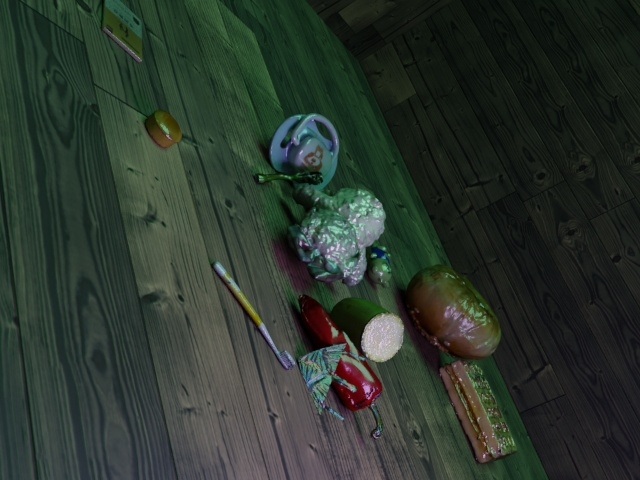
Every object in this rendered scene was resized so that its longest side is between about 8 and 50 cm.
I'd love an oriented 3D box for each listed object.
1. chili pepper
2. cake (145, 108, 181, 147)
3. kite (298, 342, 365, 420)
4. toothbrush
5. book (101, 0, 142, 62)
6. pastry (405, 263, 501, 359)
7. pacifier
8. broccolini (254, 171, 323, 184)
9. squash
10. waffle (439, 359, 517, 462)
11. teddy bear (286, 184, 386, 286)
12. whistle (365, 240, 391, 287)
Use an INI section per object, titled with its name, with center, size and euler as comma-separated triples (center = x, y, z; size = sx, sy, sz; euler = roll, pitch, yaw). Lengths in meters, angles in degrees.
[chili pepper]
center = 0.053, 0.296, 1.627
size = 0.387, 0.110, 0.110
euler = 57, 18, 1
[cake]
center = -0.341, -0.245, 1.470
size = 0.084, 0.044, 0.084
euler = 48, 22, -28
[kite]
center = 0.016, 0.307, 1.540
size = 0.160, 0.010, 0.182
euler = 30, 59, -11
[toothbrush]
center = -0.139, 0.160, 1.430
size = 0.288, 0.024, 0.021
euler = 56, 21, -13
[book]
center = -0.464, -0.506, 1.580
size = 0.118, 0.012, 0.172
euler = 40, 27, -45
[pastry]
center = 0.486, 0.277, 2.515
size = 0.410, 0.245, 0.409
euler = 41, 16, -15
[pacifier]
center = -0.067, -0.284, 2.102
size = 0.207, 0.227, 0.279
euler = 22, -16, 46
[broccolini]
center = -0.087, -0.171, 1.934
size = 0.254, 0.071, 0.057
euler = -12, 67, -46
[squash]
center = 0.100, 0.218, 1.744
size = 0.132, 0.132, 0.247
euler = 53, -15, -23
[waffle]
center = 0.583, 0.631, 2.504
size = 0.261, 0.114, 0.376
euler = 22, 42, -58
[teddy bear]
center = 0.000, 0.000, 1.915
size = 0.362, 0.375, 0.327
euler = -39, 101, -29
[whistle]
center = 0.203, 0.075, 2.358
size = 0.105, 0.085, 0.227
euler = 54, 19, -31
